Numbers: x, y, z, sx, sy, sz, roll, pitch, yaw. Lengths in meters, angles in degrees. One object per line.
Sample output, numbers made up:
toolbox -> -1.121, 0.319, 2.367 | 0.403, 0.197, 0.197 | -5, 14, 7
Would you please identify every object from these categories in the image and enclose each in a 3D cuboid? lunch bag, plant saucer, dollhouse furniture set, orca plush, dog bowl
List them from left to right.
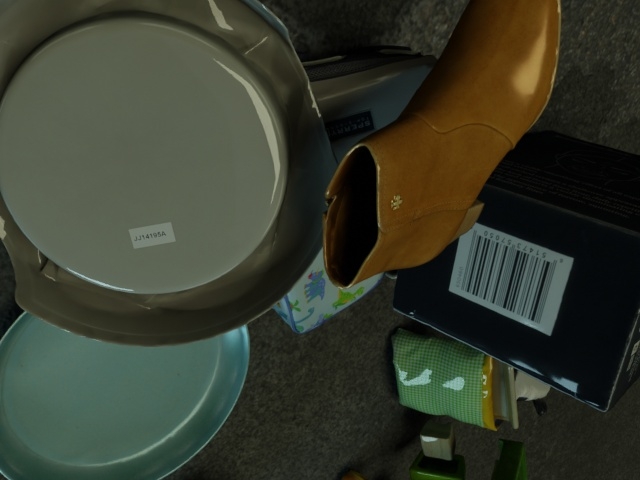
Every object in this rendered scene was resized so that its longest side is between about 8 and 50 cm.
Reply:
plant saucer -> -0.233, 0.161, 0.774 | 0.318, 0.044, 0.317 | -16, 119, -31
dog bowl -> -0.157, -0.076, 0.598 | 0.349, 0.102, 0.348 | -2, 114, -5
lunch bag -> 0.000, 0.000, 0.812 | 0.176, 0.090, 0.218 | -33, 139, -19
dollhouse furniture set -> 0.203, 0.308, 1.014 | 0.151, 0.198, 0.301 | -50, 134, -50
orca plush -> 0.343, 0.264, 1.195 | 0.287, 0.102, 0.151 | -31, 102, -56

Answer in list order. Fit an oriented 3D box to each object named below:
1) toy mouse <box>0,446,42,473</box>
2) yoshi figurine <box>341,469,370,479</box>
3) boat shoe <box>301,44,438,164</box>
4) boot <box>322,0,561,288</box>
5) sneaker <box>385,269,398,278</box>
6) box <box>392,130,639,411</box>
toy mouse -> -0.381, 0.277, 0.747 | 0.161, 0.031, 0.143 | -5, 116, -33
yoshi figurine -> 0.018, 0.583, 1.130 | 0.362, 0.204, 0.203 | -63, 173, -10
boat shoe -> -0.021, -0.137, 0.731 | 0.341, 0.158, 0.127 | -10, 115, -3
boot -> 0.103, -0.101, 0.565 | 0.211, 0.104, 0.294 | -18, 129, -49
sneaker -> 0.140, -0.026, 0.930 | 0.084, 0.070, 0.185 | -13, 119, -36
box -> 0.337, 0.004, 0.878 | 0.396, 0.294, 0.211 | -18, 123, -45
